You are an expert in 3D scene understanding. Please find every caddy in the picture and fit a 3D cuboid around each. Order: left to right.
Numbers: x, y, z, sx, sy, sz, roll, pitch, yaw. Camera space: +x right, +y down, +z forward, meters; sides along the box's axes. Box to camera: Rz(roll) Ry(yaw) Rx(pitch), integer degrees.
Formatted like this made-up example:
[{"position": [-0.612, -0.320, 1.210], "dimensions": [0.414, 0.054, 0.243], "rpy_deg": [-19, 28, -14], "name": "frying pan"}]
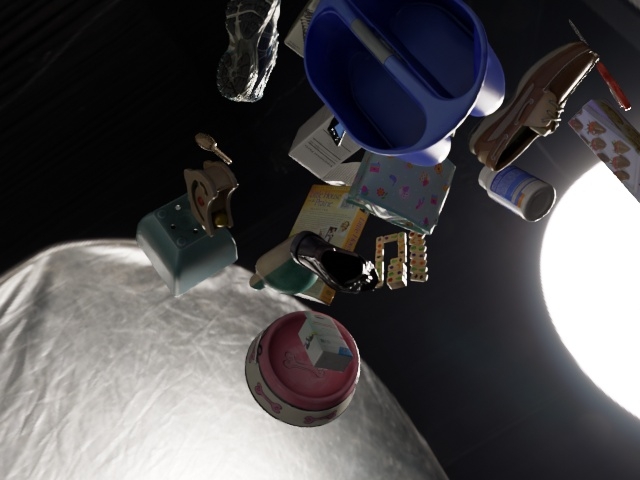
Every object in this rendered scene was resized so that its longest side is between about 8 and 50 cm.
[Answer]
[{"position": [0.117, -0.275, 0.829], "dimensions": [0.179, 0.241, 0.341], "rpy_deg": [10, 40, -54], "name": "caddy"}]

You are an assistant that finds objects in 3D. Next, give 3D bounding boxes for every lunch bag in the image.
[{"position": [0.237, -0.159, 1.532], "dimensions": [0.262, 0.223, 0.160], "rpy_deg": [23, -7, -12], "name": "lunch bag"}]

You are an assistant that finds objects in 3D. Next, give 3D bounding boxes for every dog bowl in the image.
[{"position": [-0.047, 0.421, 1.865], "dimensions": [0.408, 0.408, 0.150], "rpy_deg": [58, -34, 24], "name": "dog bowl"}]

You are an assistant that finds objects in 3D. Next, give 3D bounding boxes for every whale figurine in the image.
[{"position": [-0.093, 0.086, 1.478], "dimensions": [0.141, 0.216, 0.272], "rpy_deg": [54, -28, 2], "name": "whale figurine"}]

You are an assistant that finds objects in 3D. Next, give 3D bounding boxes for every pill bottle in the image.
[{"position": [0.724, -0.195, 2.024], "dimensions": [0.152, 0.152, 0.272], "rpy_deg": [57, -4, -40], "name": "pill bottle"}]

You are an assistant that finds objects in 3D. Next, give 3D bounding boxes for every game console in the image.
[{"position": [0.074, -0.361, 1.615], "dimensions": [0.107, 0.071, 0.122], "rpy_deg": [56, 46, -43], "name": "game console"}]

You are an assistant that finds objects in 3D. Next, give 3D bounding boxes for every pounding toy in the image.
[{"position": [-0.268, -0.153, 1.482], "dimensions": [0.154, 0.155, 0.269], "rpy_deg": [35, -39, 36], "name": "pounding toy"}]

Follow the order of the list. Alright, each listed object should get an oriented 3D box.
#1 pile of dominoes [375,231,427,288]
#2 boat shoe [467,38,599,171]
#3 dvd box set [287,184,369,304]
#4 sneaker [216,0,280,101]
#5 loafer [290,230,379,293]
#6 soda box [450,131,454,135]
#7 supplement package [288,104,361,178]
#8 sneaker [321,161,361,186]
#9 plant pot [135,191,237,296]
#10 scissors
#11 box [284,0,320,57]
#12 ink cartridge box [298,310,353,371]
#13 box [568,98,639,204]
[{"position": [0.285, 0.058, 1.964], "dimensions": [0.040, 0.196, 0.251], "rpy_deg": [53, 32, -42], "name": "pile of dominoes"}, {"position": [0.474, -0.279, 1.189], "dimensions": [0.122, 0.324, 0.120], "rpy_deg": [7, 48, -38], "name": "boat shoe"}, {"position": [0.000, 0.000, 1.908], "dimensions": [0.062, 0.420, 0.307], "rpy_deg": [34, -16, -38], "name": "dvd box set"}, {"position": [-0.145, -0.444, 1.196], "dimensions": [0.110, 0.283, 0.122], "rpy_deg": [23, 10, 23], "name": "sneaker"}, {"position": [0.054, 0.070, 1.294], "dimensions": [0.095, 0.109, 0.302], "rpy_deg": [24, -4, 46], "name": "loafer"}, {"position": [0.339, -0.403, 1.753], "dimensions": [0.091, 0.098, 0.286], "rpy_deg": [17, 15, 38], "name": "soda box"}, {"position": [0.042, -0.414, 2.128], "dimensions": [0.175, 0.293, 0.177], "rpy_deg": [36, 48, -22], "name": "supplement package"}, {"position": [0.152, -0.280, 2.399], "dimensions": [0.321, 0.126, 0.127], "rpy_deg": [19, 1, 43], "name": "sneaker"}, {"position": [-0.416, -0.018, 1.687], "dimensions": [0.247, 0.248, 0.252], "rpy_deg": [52, -24, 11], "name": "plant pot"}, {"position": [0.748, -0.478, 1.451], "dimensions": [0.297, 0.021, 0.109], "rpy_deg": [61, 28, 2], "name": "scissors"}, {"position": [0.028, -0.585, 1.362], "dimensions": [0.113, 0.275, 0.094], "rpy_deg": [31, 48, -16], "name": "box"}, {"position": [0.007, 0.286, 1.542], "dimensions": [0.104, 0.061, 0.181], "rpy_deg": [19, 22, -30], "name": "ink cartridge box"}, {"position": [0.582, -0.120, 0.972], "dimensions": [0.324, 0.067, 0.063], "rpy_deg": [60, -37, 21], "name": "box"}]
